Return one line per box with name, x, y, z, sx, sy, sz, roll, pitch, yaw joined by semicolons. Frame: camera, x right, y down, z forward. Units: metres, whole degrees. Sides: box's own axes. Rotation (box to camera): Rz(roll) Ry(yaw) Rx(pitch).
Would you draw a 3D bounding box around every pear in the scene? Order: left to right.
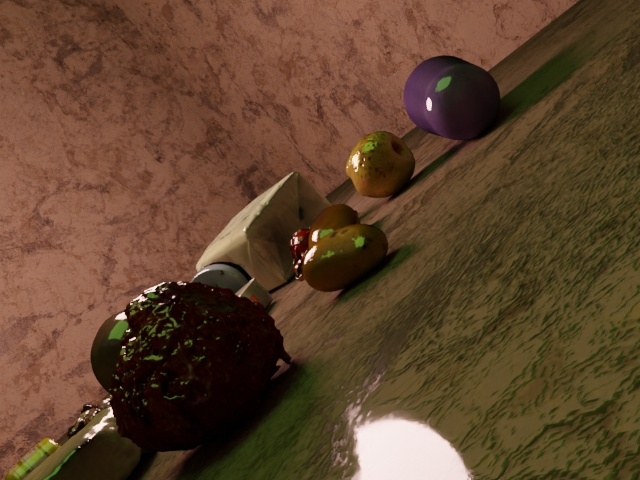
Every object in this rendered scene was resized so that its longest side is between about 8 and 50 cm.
pear;0.150;-0.189;1.822;0.178;0.178;0.178;-40;5;4

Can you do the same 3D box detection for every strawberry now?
strawberry;-0.186;0.163;0.987;0.274;0.220;0.274;-39;1;1

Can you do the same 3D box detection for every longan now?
longan;-0.469;0.299;1.861;0.258;0.258;0.258;-40;5;4

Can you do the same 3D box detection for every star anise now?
star anise;-0.639;0.509;2.039;0.236;0.109;0.223;-37;10;15

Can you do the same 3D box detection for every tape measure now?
tape measure;-0.263;0.150;1.881;0.182;0.181;0.107;-38;9;18

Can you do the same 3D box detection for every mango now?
mango;0.044;0.025;1.202;0.178;0.090;0.115;-33;19;38

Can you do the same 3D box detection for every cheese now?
cheese;-0.419;0.413;1.178;0.318;0.115;0.326;-41;7;2

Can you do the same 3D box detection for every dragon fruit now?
dragon fruit;-0.031;0.036;1.802;0.094;0.094;0.190;-39;27;21

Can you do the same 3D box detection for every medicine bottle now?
medicine bottle;-0.673;0.569;1.637;0.212;0.122;0.122;-44;6;-29

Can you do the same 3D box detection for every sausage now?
sausage;0.029;-0.009;1.555;0.112;0.112;0.328;-40;7;12

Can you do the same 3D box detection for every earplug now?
earplug;0.321;-0.342;1.730;0.215;0.215;0.456;-40;9;12

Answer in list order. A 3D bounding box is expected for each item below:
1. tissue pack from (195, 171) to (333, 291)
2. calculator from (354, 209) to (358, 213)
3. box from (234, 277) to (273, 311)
tissue pack;-0.165;0.005;2.079;0.297;0.207;0.380;-53;13;-31
calculator;0.000;0.000;2.123;0.262;0.021;0.161;-35;7;47
box;-0.245;0.214;1.761;0.269;0.079;0.135;-39;6;17
